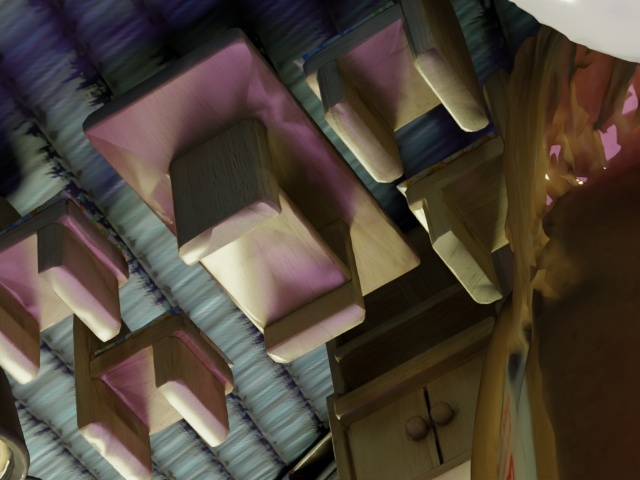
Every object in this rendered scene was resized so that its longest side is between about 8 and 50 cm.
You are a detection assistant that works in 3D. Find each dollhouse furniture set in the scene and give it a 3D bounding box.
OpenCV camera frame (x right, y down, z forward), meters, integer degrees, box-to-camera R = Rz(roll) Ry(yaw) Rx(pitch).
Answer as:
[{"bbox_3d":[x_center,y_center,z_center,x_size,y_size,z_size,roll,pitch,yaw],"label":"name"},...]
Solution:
[{"bbox_3d":[0.000,0.000,0.831,0.212,0.161,0.242,-30,126,15],"label":"dollhouse furniture set"}]

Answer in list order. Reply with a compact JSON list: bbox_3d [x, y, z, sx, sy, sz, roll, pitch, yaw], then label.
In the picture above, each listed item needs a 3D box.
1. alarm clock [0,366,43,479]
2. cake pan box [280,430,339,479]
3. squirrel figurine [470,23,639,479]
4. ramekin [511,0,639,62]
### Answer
[{"bbox_3d":[-0.192,0.100,0.901,0.129,0.064,0.192,-31,146,17],"label":"alarm clock"},{"bbox_3d":[0.112,0.133,1.135,0.267,0.070,0.246,7,138,-38],"label":"cake pan box"},{"bbox_3d":[0.248,0.049,0.646,0.370,0.397,0.281,0,-179,-2],"label":"squirrel figurine"},{"bbox_3d":[0.141,-0.174,0.441,0.277,0.277,0.135,9,180,-40],"label":"ramekin"}]
